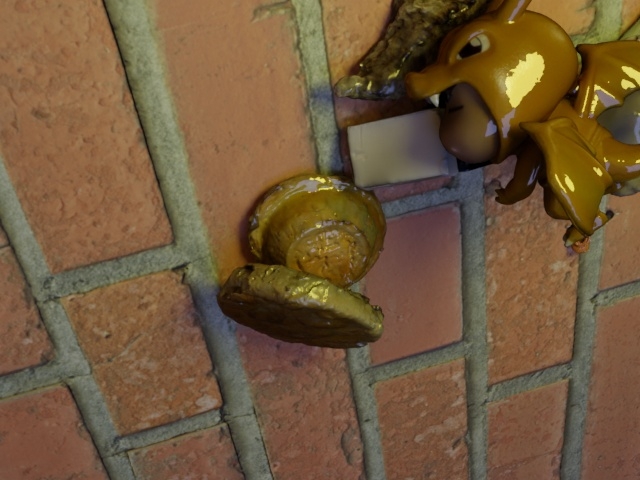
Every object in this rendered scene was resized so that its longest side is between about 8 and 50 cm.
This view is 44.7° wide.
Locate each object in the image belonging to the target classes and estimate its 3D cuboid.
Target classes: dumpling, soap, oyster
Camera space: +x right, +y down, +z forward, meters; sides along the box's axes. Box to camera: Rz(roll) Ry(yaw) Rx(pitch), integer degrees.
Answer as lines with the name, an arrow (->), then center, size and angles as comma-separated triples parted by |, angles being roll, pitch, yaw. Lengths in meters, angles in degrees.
dumpling -> 0.547, -0.221, 1.389 | 0.164, 0.204, 0.292 | 6, 102, -1
soap -> 0.142, -0.159, 1.376 | 0.183, 0.064, 0.121 | -7, 91, 29
oyster -> 0.214, -0.347, 1.333 | 0.396, 0.111, 0.204 | -47, 127, 9

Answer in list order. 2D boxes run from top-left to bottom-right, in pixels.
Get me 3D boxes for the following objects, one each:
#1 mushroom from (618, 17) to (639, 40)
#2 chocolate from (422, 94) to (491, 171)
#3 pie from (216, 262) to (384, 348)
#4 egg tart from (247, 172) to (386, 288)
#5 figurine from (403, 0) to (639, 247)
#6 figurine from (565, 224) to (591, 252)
mushroom -> 0.652, -0.417, 1.450 | 0.100, 0.081, 0.312 | 29, 114, -19
chocolate -> 0.236, -0.204, 1.419 | 0.156, 0.156, 0.133 | -13, 110, -10
pie -> -0.041, 0.131, 1.470 | 0.340, 0.083, 0.339 | 11, 160, 4
egg tart -> 0.000, 0.000, 1.487 | 0.289, 0.118, 0.288 | -6, 122, -10
figurine -> 0.366, -0.216, 1.239 | 0.387, 0.268, 0.401 | 47, 67, -7
figurine -> 0.571, -0.022, 1.706 | 0.064, 0.047, 0.109 | 2, 119, 15
